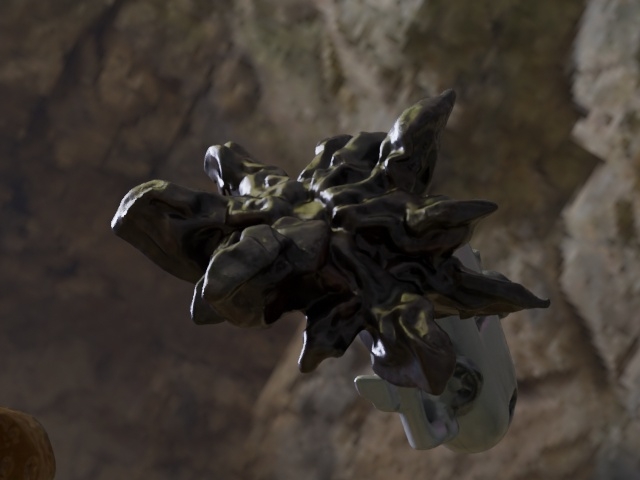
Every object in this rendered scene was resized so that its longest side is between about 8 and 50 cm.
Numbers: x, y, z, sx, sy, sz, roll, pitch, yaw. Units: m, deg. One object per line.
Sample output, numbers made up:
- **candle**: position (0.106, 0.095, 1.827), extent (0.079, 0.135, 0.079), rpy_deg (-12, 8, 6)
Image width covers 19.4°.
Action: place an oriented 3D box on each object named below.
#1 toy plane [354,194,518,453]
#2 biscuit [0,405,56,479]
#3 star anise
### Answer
- **toy plane**: position (0.082, 0.060, 1.484), extent (0.252, 0.118, 0.252), rpy_deg (42, -140, -49)
- **biscuit**: position (-0.392, 0.212, 1.522), extent (0.216, 0.340, 0.047), rpy_deg (49, -174, 6)
- **star anise**: position (0.002, -0.002, 1.141), extent (0.212, 0.129, 0.283), rpy_deg (-21, -148, -18)
